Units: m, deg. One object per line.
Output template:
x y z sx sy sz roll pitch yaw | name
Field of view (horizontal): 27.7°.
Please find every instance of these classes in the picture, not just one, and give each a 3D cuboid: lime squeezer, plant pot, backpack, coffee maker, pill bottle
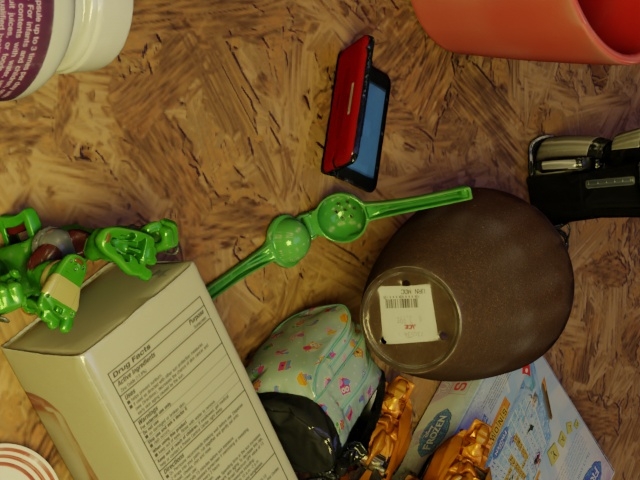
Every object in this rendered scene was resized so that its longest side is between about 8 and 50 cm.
0.000 0.000 1.362 0.310 0.110 0.058 -21 125 -14 | lime squeezer
0.251 -0.331 1.528 0.275 0.243 0.274 2 87 -46 | plant pot
0.133 0.061 1.366 0.230 0.215 0.215 -17 102 -64 | plant pot
-0.010 0.150 1.312 0.182 0.152 0.115 -50 128 -48 | backpack
0.376 -0.063 1.699 0.120 0.178 0.171 -36 114 -40 | coffee maker
-0.298 -0.185 0.993 0.302 0.169 0.169 -11 96 -46 | pill bottle

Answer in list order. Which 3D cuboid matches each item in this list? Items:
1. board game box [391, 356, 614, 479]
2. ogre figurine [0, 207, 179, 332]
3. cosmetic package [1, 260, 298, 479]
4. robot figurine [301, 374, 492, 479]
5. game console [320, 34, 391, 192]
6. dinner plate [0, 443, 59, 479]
0.224 0.311 1.607 0.318 0.066 0.318 56 52 -29 | board game box
-0.224 0.019 1.103 0.197 0.118 0.096 -47 125 -35 | ogre figurine
-0.141 0.180 1.179 0.153 0.129 0.296 -40 117 -39 | cosmetic package
0.084 0.266 1.341 0.211 0.085 0.291 28 31 2 | robot figurine
0.055 -0.137 1.433 0.085 0.124 0.144 12 79 -19 | game console
-0.279 0.244 1.110 0.141 0.017 0.141 2 88 -46 | dinner plate
